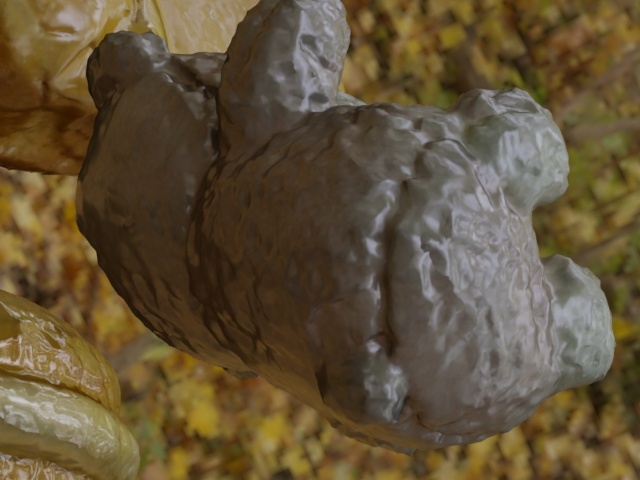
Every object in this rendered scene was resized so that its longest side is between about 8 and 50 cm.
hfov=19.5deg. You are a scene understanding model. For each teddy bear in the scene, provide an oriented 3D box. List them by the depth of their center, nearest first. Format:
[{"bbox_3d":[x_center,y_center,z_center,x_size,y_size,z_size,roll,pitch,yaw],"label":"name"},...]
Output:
[{"bbox_3d":[0.000,0.001,0.836,0.267,0.151,0.236,23,-44,56],"label":"teddy bear"}]

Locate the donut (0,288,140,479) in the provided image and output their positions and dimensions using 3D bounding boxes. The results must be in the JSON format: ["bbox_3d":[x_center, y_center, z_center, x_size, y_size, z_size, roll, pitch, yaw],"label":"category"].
[{"bbox_3d":[-0.335,0.124,1.170,0.449,0.449,0.198,31,57,-57],"label":"donut"}]

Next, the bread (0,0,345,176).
[{"bbox_3d":[-0.112,-0.118,1.070,0.294,0.132,0.166,17,55,-55],"label":"bread"}]
